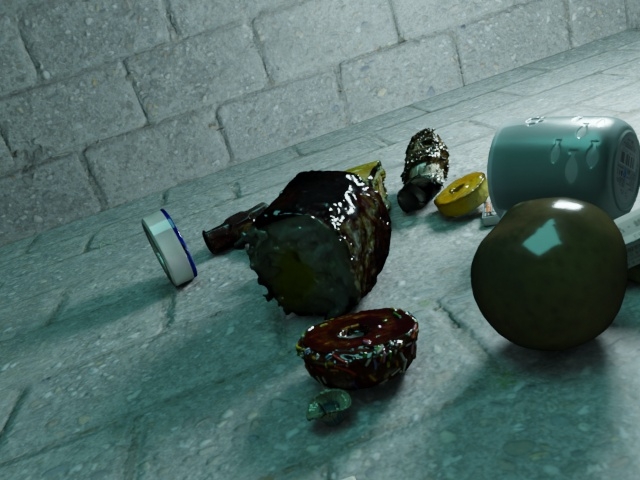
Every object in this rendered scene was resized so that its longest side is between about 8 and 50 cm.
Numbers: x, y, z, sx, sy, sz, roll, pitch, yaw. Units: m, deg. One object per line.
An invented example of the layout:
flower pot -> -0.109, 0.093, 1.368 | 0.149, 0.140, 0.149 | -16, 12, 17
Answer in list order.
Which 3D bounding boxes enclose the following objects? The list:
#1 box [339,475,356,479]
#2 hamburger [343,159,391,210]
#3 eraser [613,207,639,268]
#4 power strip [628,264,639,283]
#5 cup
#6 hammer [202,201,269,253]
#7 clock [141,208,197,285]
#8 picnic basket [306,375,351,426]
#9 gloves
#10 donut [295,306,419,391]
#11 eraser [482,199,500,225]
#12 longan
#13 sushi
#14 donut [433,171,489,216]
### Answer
box -> -0.055, 0.418, 0.702 | 0.274, 0.091, 0.221 | -19, 20, -4
hamburger -> 0.108, -0.129, 1.795 | 0.192, 0.167, 0.288 | -15, 13, 20
eraser -> 0.549, 0.013, 1.127 | 0.352, 0.061, 0.089 | -29, 27, 20
power strip -> 0.632, 0.046, 1.110 | 0.092, 0.066, 0.387 | -27, 23, -16
cup -> 0.552, -0.119, 1.383 | 0.274, 0.259, 0.356 | 5, 62, 44
hammer -> -0.189, 0.003, 1.874 | 0.242, 0.095, 0.409 | -27, 28, -22
clock -> -0.454, 0.023, 1.806 | 0.083, 0.230, 0.230 | -30, 24, -18
picnic basket -> 0.011, 0.276, 1.013 | 0.083, 0.083, 0.065 | -17, 26, 11
gloves -> 0.318, -0.216, 1.844 | 0.135, 0.210, 0.312 | 14, 51, 2
donut -> 0.072, 0.199, 1.111 | 0.235, 0.089, 0.235 | -12, 12, 3
eraser -> 0.459, -0.077, 1.598 | 0.052, 0.029, 0.122 | -9, 22, 21
longan -> 0.381, 0.056, 1.017 | 0.258, 0.258, 0.258 | -16, 21, 6
sushi -> 0.000, 0.001, 1.410 | 0.281, 0.299, 0.294 | -22, 17, 37
donut -> 0.399, -0.123, 1.680 | 0.162, 0.065, 0.178 | -31, 13, 16
